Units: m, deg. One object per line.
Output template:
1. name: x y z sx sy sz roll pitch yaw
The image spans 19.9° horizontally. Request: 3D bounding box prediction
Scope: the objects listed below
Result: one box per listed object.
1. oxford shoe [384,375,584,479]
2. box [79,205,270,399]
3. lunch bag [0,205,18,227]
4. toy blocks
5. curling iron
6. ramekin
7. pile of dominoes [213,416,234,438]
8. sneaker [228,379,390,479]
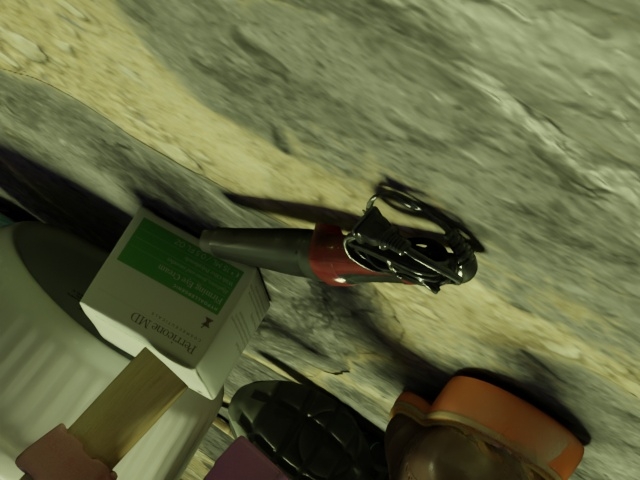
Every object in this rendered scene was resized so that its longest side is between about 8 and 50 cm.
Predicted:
1. oxford shoe: 0.085 0.191 1.319 0.130 0.132 0.363 30 167 6
2. box: -0.104 0.046 1.317 0.101 0.087 0.102 28 167 13
3. lunch bag: -0.290 0.054 1.731 0.224 0.108 0.279 20 162 50
4. toy blocks: -0.081 0.289 1.267 0.309 0.260 0.288 39 172 29
5. curling iron: 0.000 0.000 1.030 0.068 0.035 0.274 42 163 -22
6. ramekin: -0.199 0.098 1.470 0.273 0.127 0.273 36 -168 -9
7. pile of dominoes: -0.048 0.235 2.055 0.196 0.040 0.251 39 174 -30
8. sneaker: 0.018 0.213 1.632 0.267 0.101 0.106 37 168 -19
